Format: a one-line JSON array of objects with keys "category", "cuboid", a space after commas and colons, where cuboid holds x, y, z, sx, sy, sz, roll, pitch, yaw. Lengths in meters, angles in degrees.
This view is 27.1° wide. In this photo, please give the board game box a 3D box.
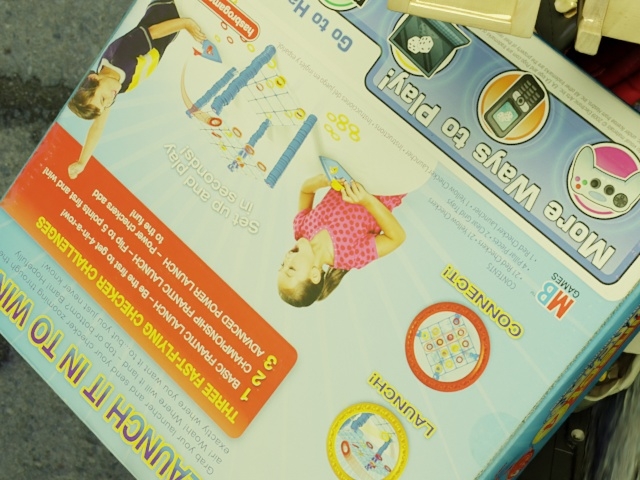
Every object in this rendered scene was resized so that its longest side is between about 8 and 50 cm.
[{"category": "board game box", "cuboid": [0.000, 0.000, 0.692, 0.302, 0.308, 0.086, -53, -22, 13]}]

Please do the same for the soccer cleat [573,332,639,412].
[{"category": "soccer cleat", "cuboid": [0.173, 0.079, 0.875, 0.196, 0.068, 0.076, 100, -179, -60]}]

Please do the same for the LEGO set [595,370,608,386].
[{"category": "LEGO set", "cuboid": [-0.010, 0.026, 0.814, 0.192, 0.331, 0.255, -15, -58, -45]}]

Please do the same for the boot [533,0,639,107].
[{"category": "boot", "cuboid": [0.171, -0.263, 0.836, 0.377, 0.138, 0.284, 117, 142, -63]}]

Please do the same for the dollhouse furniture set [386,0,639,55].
[{"category": "dollhouse furniture set", "cuboid": [0.133, -0.157, 0.491, 0.101, 0.182, 0.161, -68, -10, -60]}]

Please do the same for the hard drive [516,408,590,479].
[{"category": "hard drive", "cuboid": [0.058, 0.203, 0.939, 0.064, 0.237, 0.339, 107, 180, -49]}]
